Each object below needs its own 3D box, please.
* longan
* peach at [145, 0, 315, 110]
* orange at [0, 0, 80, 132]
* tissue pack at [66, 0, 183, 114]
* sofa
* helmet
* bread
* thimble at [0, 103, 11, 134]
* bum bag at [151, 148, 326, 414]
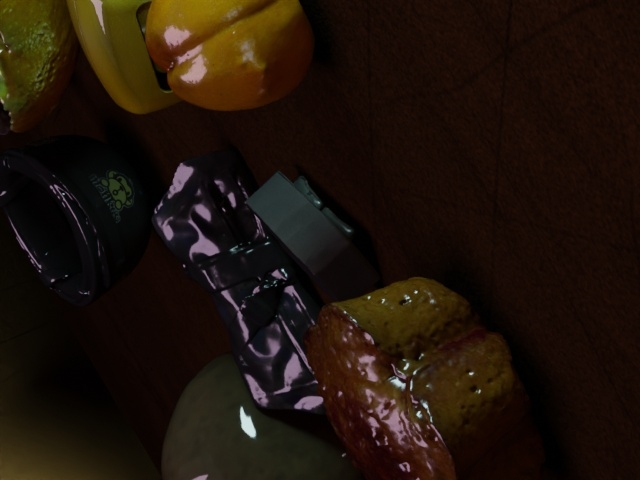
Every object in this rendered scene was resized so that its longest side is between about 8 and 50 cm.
[{"bbox_3d":[-0.066,0.242,2.100,0.246,0.246,0.215,62,-175,-3],"label":"longan"},{"bbox_3d":[-0.077,-0.172,1.538,0.138,0.138,0.138,54,164,24],"label":"peach"},{"bbox_3d":[-0.390,-0.291,2.219,0.262,0.196,0.334,-116,9,-60],"label":"orange"},{"bbox_3d":[-0.169,-0.210,1.772,0.127,0.123,0.178,49,161,49],"label":"tissue pack"},{"bbox_3d":[0.000,0.000,1.758,0.147,0.060,0.085,44,175,48],"label":"sofa"},{"bbox_3d":[-0.309,-0.045,2.467,0.279,0.160,0.230,-19,100,60],"label":"helmet"},{"bbox_3d":[0.088,0.149,1.564,0.232,0.135,0.246,56,164,18],"label":"bread"},{"bbox_3d":[-0.477,-0.267,2.504,0.245,0.217,0.157,55,172,-36],"label":"thimble"},{"bbox_3d":[-0.075,0.054,1.983,0.137,0.074,0.310,-30,88,34],"label":"bum bag"}]
